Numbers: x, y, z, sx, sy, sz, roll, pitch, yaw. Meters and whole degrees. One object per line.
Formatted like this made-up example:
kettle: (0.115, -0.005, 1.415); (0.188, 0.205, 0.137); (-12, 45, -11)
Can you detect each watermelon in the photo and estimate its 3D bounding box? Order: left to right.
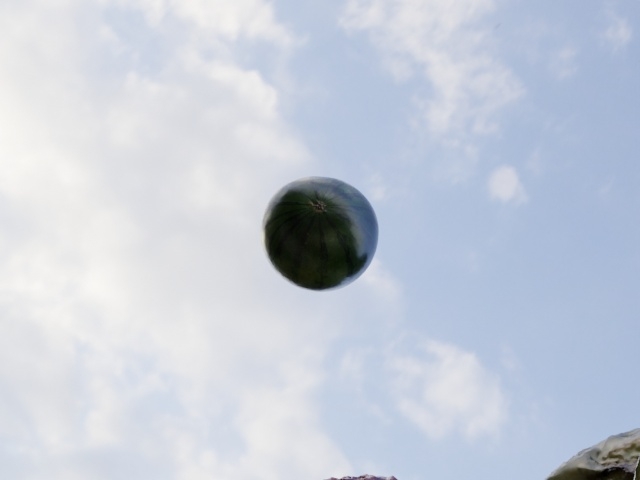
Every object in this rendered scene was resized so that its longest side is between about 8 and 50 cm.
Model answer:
watermelon: (-0.001, -0.005, 0.856); (0.109, 0.109, 0.109); (12, -57, 18)

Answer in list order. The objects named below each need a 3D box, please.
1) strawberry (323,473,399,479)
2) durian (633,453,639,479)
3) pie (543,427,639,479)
strawberry: (0.033, 0.290, 1.138); (0.208, 0.087, 0.167); (19, -42, -2)
durian: (0.288, 0.231, 0.818); (0.091, 0.188, 0.148); (19, -98, 14)
pie: (0.363, 0.289, 1.076); (0.339, 0.339, 0.077); (-18, -67, 32)
